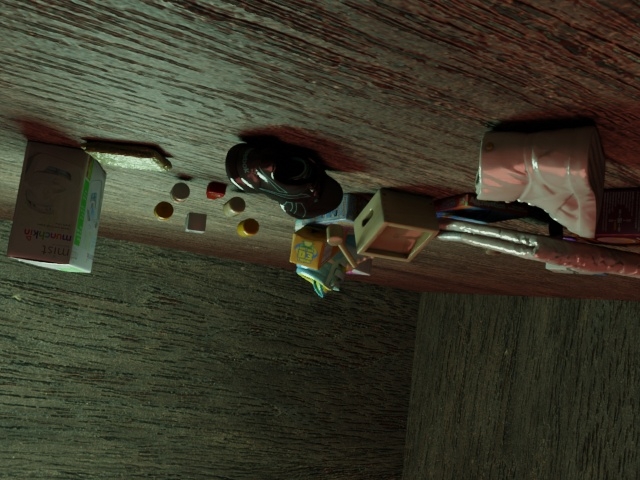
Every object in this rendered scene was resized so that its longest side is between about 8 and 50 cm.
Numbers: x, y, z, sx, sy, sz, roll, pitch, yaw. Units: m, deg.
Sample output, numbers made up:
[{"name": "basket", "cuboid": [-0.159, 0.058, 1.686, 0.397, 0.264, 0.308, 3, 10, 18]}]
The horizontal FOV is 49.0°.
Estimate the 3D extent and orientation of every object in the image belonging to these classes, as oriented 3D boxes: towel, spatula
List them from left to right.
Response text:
[{"name": "towel", "cuboid": [-0.362, -0.158, 1.318, 0.148, 0.027, 0.110, 7, 172, 7]}, {"name": "towel", "cuboid": [0.440, 0.014, 1.399, 0.331, 0.054, 0.317, 7, -175, -29]}, {"name": "spatula", "cuboid": [0.561, -0.005, 1.661, 0.084, 0.030, 0.296, 3, 172, 21]}]

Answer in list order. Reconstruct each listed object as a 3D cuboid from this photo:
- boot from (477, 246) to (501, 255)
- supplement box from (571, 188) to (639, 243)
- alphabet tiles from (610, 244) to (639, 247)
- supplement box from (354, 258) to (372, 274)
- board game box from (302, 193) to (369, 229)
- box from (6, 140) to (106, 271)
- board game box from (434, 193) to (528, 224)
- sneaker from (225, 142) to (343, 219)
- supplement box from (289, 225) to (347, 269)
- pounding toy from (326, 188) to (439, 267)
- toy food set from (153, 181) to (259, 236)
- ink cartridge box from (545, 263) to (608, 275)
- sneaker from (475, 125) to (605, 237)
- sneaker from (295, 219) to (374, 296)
[{"name": "boot", "cuboid": [0.472, 0.015, 1.867, 0.118, 0.042, 0.087, 11, 170, -35]}, {"name": "supplement box", "cuboid": [0.540, -0.039, 1.196, 0.188, 0.081, 0.104, 0, 171, 43]}, {"name": "alphabet tiles", "cuboid": [0.705, 0.001, 1.320, 0.285, 0.011, 0.342, -2, -177, -11]}, {"name": "supplement box", "cuboid": [0.080, 0.039, 2.151, 0.111, 0.114, 0.220, 3, 174, 21]}, {"name": "board game box", "cuboid": [0.077, -0.057, 1.586, 0.194, 0.060, 0.194, 9, 173, -15]}, {"name": "box", "cuboid": [-0.542, -0.059, 1.462, 0.126, 0.231, 0.262, 8, 172, -9]}, {"name": "board game box", "cuboid": [0.296, -0.058, 1.499, 0.145, 0.027, 0.281, 8, 173, -21]}, {"name": "sneaker", "cuboid": [-0.038, -0.098, 1.204, 0.106, 0.101, 0.267, -2, 169, 40]}, {"name": "supplement box", "cuboid": [0.000, 0.000, 1.704, 0.078, 0.080, 0.233, 17, -165, 14]}, {"name": "pounding toy", "cuboid": [0.107, -0.025, 1.459, 0.205, 0.094, 0.181, 9, 145, -22]}, {"name": "toy food set", "cuboid": [-0.259, -0.069, 1.591, 0.232, 0.111, 0.104, 6, 173, -17]}, {"name": "ink cartridge box", "cuboid": [0.686, 0.057, 1.922, 0.180, 0.060, 0.104, 2, 172, 34]}, {"name": "sneaker", "cuboid": [0.312, -0.085, 1.003, 0.169, 0.108, 0.292, 5, 163, 27]}, {"name": "sneaker", "cuboid": [0.078, 0.058, 1.910, 0.318, 0.208, 0.127, 7, 172, -9]}]
